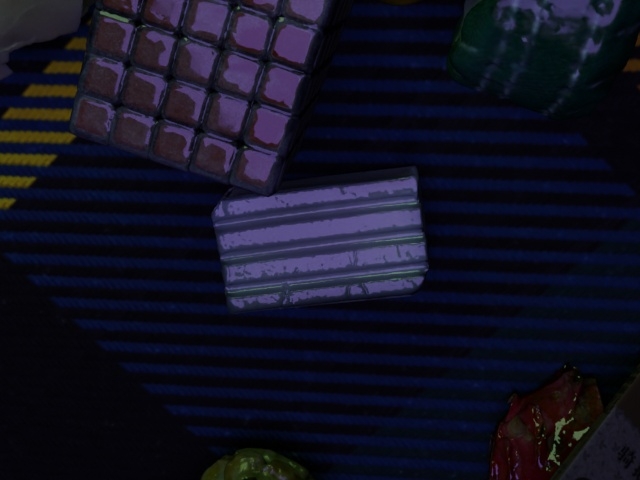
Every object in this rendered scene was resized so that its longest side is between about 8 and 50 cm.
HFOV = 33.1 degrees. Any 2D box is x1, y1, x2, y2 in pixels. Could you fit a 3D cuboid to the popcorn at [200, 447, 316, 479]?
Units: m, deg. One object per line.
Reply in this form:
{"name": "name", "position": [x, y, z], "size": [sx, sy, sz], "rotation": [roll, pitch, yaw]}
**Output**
{"name": "popcorn", "position": [-0.089, 0.380, 1.379], "size": [0.204, 0.184, 0.221], "rotation": [29, 78, -18]}

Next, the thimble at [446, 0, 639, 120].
{"name": "thimble", "position": [0.244, -0.275, 1.099], "size": [0.167, 0.254, 0.288], "rotation": [19, 106, 0]}

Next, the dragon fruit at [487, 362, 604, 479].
{"name": "dragon fruit", "position": [0.301, 0.293, 1.338], "size": [0.163, 0.189, 0.261], "rotation": [-12, 104, -21]}

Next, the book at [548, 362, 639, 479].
{"name": "book", "position": [0.408, 0.271, 1.272], "size": [0.217, 0.021, 0.310], "rotation": [49, 67, -8]}

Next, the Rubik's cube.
{"name": "Rubik's cube", "position": [-0.108, -0.211, 1.176], "size": [0.237, 0.237, 0.238], "rotation": [21, 109, 2]}

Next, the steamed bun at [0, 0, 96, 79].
{"name": "steamed bun", "position": [-0.331, -0.281, 1.209], "size": [0.225, 0.200, 0.170], "rotation": [-42, 75, 28]}

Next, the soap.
{"name": "soap", "position": [0.000, 0.000, 1.306], "size": [0.262, 0.094, 0.150], "rotation": [-6, 101, 10]}

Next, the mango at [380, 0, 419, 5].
{"name": "mango", "position": [0.077, -0.382, 1.144], "size": [0.130, 0.167, 0.261], "rotation": [-13, 102, -4]}
